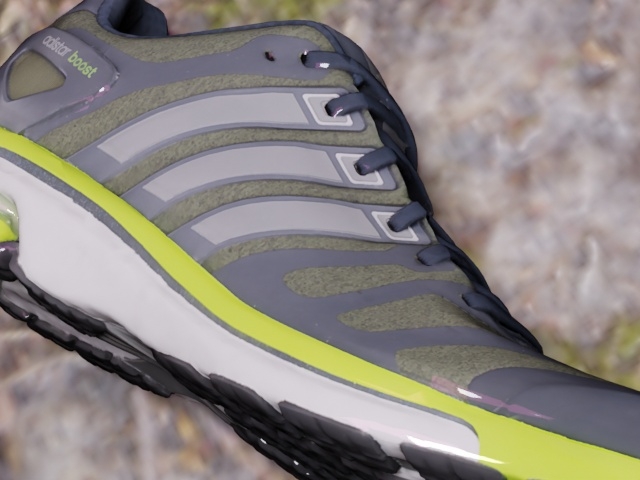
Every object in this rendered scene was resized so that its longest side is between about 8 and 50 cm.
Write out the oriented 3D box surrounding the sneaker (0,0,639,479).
[{"bbox_3d":[0.000,0.000,0.561,0.300,0.111,0.121,26,76,28],"label":"sneaker"}]
